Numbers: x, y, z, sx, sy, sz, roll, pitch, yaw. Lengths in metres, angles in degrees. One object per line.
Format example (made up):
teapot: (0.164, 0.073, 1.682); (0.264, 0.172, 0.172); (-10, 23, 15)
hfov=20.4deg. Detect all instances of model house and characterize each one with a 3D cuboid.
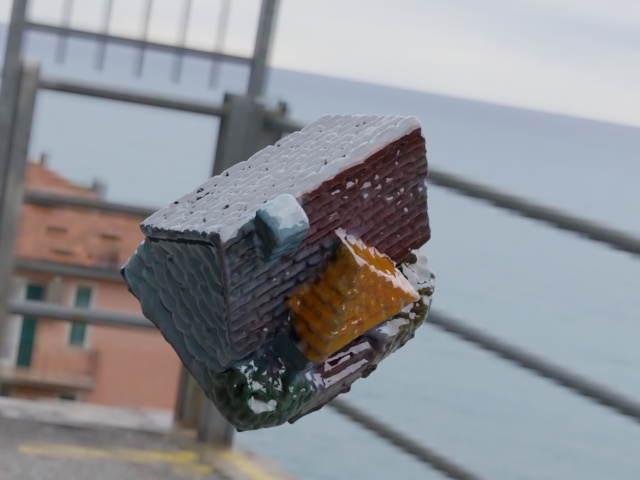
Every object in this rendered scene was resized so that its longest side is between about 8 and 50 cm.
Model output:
model house: (0.000, 0.000, 2.122); (0.360, 0.297, 0.339); (-30, -13, -26)
